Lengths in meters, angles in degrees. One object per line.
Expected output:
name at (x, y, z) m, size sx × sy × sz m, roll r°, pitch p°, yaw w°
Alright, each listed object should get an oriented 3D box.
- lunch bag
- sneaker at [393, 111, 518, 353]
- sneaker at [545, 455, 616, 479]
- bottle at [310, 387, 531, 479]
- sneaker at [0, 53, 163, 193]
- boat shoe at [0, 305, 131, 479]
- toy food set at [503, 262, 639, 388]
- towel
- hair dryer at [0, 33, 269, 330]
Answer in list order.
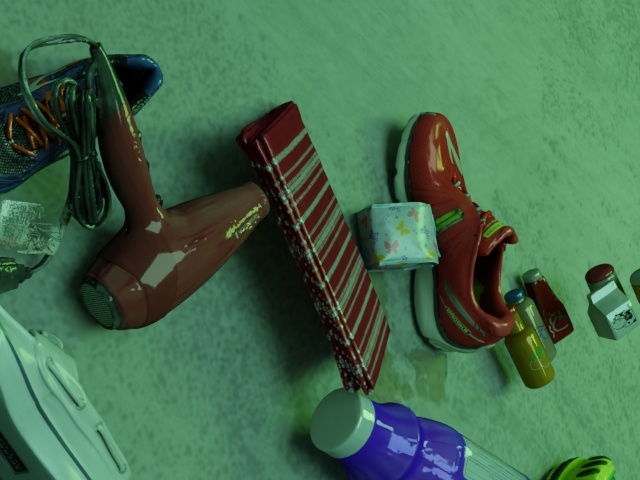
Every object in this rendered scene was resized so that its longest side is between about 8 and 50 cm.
lunch bag at (0.086, -0.003, 1.354) m, size 0.083 × 0.053 × 0.071 m, roll -5°, pitch 81°, yaw -22°
sneaker at (0.165, -0.015, 1.405) m, size 0.107 × 0.118 × 0.279 m, roll -5°, pitch 82°, yaw -49°
sneaker at (0.287, 0.361, 1.438) m, size 0.295 × 0.109 × 0.123 m, roll -36°, pitch 102°, yaw -47°
bottle at (0.105, 0.235, 1.267) m, size 0.283 × 0.118 × 0.092 m, roll 35°, pitch 55°, yaw -36°
sneaker at (-0.215, -0.109, 1.032) m, size 0.221 × 0.087 × 0.083 m, roll -44°, pitch 111°, yaw -46°
boat shoe at (-0.230, 0.112, 0.957) m, size 0.084 × 0.095 × 0.258 m, roll -50°, pitch 127°, yaw -44°
toy food set at (0.309, 0.074, 1.534) m, size 0.232 × 0.111 × 0.105 m, roll -31°, pitch 104°, yaw -16°
towel at (0.000, 0.000, 1.232) m, size 0.199 × 0.031 × 0.275 m, roll -60°, pitch 128°, yaw -73°
hair dryer at (-0.146, -0.031, 1.031) m, size 0.293 × 0.080 × 0.224 m, roll 12°, pitch 105°, yaw -52°
